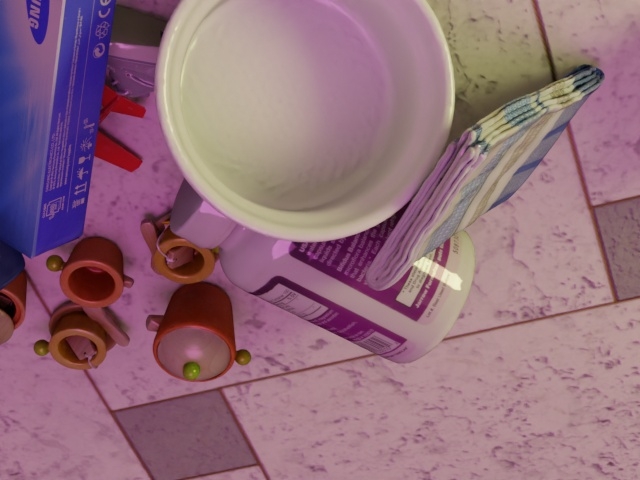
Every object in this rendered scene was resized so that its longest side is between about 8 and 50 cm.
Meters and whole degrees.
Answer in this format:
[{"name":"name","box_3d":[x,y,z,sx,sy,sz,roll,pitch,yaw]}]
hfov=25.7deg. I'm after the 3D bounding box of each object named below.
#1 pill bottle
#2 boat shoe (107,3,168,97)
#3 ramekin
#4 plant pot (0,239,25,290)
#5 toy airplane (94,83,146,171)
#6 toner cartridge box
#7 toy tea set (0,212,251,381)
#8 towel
[{"name":"pill bottle","box_3d":[0.000,0.000,1.493,0.302,0.169,0.169,27,126,-19]},{"name":"boat shoe","box_3d":[-0.174,-0.176,1.410,0.228,0.079,0.081,13,125,-12]},{"name":"ramekin","box_3d":[-0.024,-0.137,1.325,0.277,0.135,0.277,0,91,-12]},{"name":"plant pot","box_3d":[-0.490,0.024,1.471,0.236,0.212,0.236,-26,108,21]},{"name":"toy airplane","box_3d":[-0.241,-0.122,1.491,0.151,0.028,0.151,0,131,0]},{"name":"toner cartridge box","box_3d":[-0.289,-0.171,1.342,0.165,0.075,0.347,29,124,24]},{"name":"toy tea set","box_3d":[-0.248,0.094,1.609,0.336,0.124,0.200,-11,128,12]},{"name":"towel","box_3d":[0.166,-0.065,1.383,0.034,0.285,0.209,43,128,14]}]
